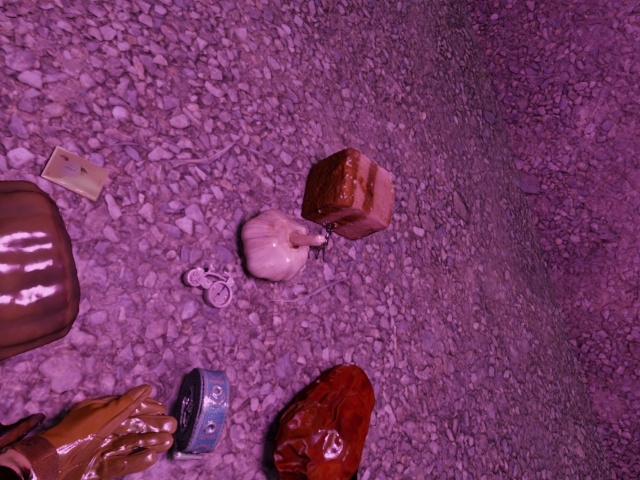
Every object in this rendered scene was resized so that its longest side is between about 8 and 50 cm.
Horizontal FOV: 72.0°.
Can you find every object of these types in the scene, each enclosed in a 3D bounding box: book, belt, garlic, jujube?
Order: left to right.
[{"bbox_3d":[-0.514,-0.140,0.928,0.111,0.014,0.077,29,59,-32],"label":"book"},{"bbox_3d":[-0.252,0.354,0.919,0.082,0.147,0.163,19,43,-32],"label":"belt"},{"bbox_3d":[-0.083,0.006,1.119,0.199,0.226,0.199,12,73,-43],"label":"garlic"},{"bbox_3d":[0.028,0.453,1.099,0.216,0.216,0.342,61,34,-9],"label":"jujube"}]

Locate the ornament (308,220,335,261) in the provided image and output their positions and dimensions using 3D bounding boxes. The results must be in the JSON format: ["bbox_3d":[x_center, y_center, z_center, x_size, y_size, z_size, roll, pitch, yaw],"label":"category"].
[{"bbox_3d":[0.000,0.000,1.285,0.073,0.028,0.125,12,103,-38],"label":"ornament"}]

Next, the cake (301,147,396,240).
[{"bbox_3d":[0.112,-0.119,1.351,0.293,0.198,0.196,28,57,-33],"label":"cake"}]

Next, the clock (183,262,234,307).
[{"bbox_3d":[-0.264,0.103,1.053,0.129,0.041,0.087,42,57,-30],"label":"clock"}]

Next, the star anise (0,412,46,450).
[{"bbox_3d":[-0.559,0.346,0.674,0.272,0.102,0.272,56,19,-31],"label":"star anise"}]

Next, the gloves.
[{"bbox_3d":[-0.402,0.357,0.776,0.331,0.141,0.154,-1,77,-68],"label":"gloves"}]

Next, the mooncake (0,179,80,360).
[{"bbox_3d":[-0.501,0.041,0.700,0.161,0.290,0.290,-10,83,-45],"label":"mooncake"}]

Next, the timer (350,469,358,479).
[{"bbox_3d":[0.025,0.655,1.127,0.144,0.055,0.187,33,53,-31],"label":"timer"}]
